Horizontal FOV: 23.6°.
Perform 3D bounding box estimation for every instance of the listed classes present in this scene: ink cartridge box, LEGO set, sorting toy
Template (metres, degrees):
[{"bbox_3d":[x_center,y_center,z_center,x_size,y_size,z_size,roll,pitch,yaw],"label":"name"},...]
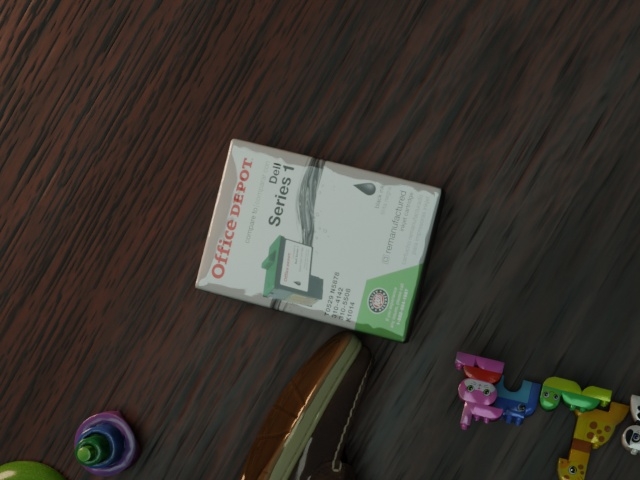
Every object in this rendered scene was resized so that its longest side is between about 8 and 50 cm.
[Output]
[{"bbox_3d":[0.000,0.000,1.532,0.219,0.092,0.160,13,90,8],"label":"ink cartridge box"},{"bbox_3d":[0.234,0.188,1.495,0.227,0.087,0.093,13,75,8],"label":"LEGO set"},{"bbox_3d":[-0.337,0.310,1.557,0.365,0.126,0.127,-42,83,6],"label":"sorting toy"}]

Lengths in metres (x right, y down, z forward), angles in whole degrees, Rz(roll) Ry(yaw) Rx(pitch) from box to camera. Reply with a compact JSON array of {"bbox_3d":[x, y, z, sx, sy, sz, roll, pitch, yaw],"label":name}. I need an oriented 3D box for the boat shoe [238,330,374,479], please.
[{"bbox_3d":[-0.015,0.260,1.522,0.123,0.123,0.342,27,83,-12],"label":"boat shoe"}]
